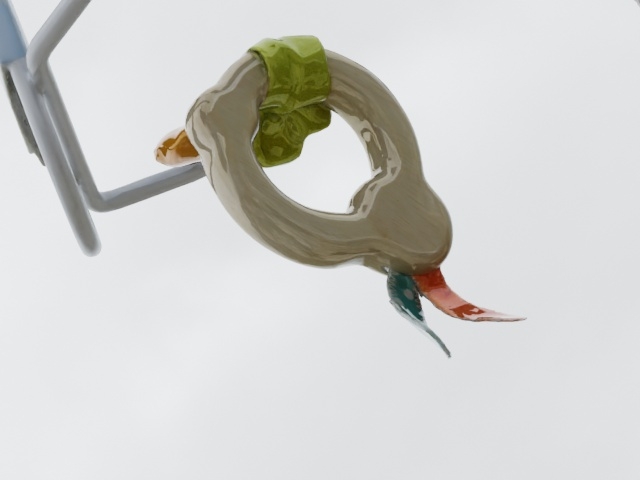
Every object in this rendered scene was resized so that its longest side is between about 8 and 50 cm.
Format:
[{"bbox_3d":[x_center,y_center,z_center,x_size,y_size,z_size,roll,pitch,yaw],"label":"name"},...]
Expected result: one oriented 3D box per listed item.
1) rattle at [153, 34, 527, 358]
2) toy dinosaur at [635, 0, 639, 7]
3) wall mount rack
[{"bbox_3d":[0.000,0.000,1.058,0.143,0.200,0.130,-41,5,36],"label":"rattle"},{"bbox_3d":[0.131,-0.273,1.373,0.200,0.296,0.127,-27,15,41],"label":"toy dinosaur"},{"bbox_3d":[-0.143,-0.181,1.097,0.130,0.350,0.304,-21,-26,-8],"label":"wall mount rack"}]
